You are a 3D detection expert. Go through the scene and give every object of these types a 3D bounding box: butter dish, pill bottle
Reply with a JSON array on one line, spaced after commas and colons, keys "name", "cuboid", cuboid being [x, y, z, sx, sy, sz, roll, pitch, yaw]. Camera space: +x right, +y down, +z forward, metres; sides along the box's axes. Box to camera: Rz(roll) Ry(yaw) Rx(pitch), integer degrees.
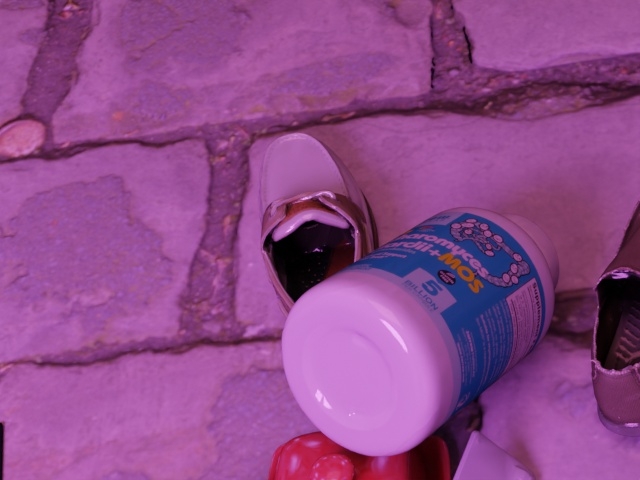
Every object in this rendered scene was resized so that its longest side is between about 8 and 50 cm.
[{"name": "butter dish", "cuboid": [0.020, 0.210, 1.070, 0.159, 0.118, 0.160, -5, 54, 13]}, {"name": "pill bottle", "cuboid": [0.098, 0.060, 1.098, 0.146, 0.146, 0.264, 23, 31, 28]}]

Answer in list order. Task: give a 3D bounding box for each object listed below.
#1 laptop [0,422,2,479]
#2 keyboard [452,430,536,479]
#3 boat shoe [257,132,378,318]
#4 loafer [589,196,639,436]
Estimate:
[{"name": "laptop", "cuboid": [-0.427, 0.254, 1.148, 0.136, 0.264, 0.234, -40, 42, 33]}, {"name": "keyboard", "cuboid": [0.103, 0.275, 1.037, 0.072, 0.014, 0.256, 35, 60, -15]}, {"name": "boat shoe", "cuboid": [0.000, 0.000, 1.240, 0.113, 0.103, 0.302, -19, 52, 1]}, {"name": "loafer", "cuboid": [0.288, 0.042, 1.131, 0.094, 0.087, 0.251, 0, 54, 30]}]
